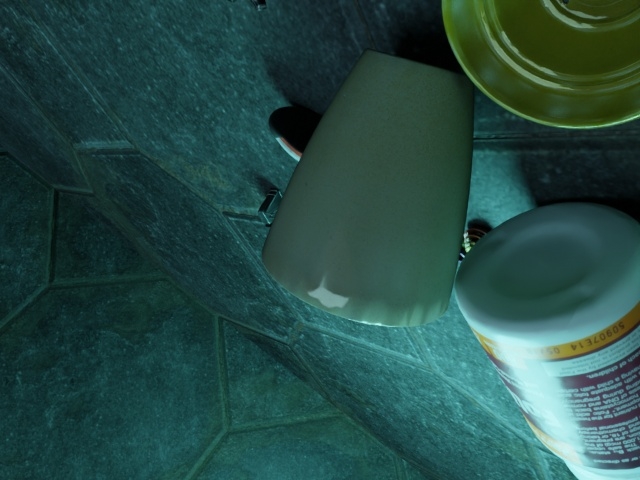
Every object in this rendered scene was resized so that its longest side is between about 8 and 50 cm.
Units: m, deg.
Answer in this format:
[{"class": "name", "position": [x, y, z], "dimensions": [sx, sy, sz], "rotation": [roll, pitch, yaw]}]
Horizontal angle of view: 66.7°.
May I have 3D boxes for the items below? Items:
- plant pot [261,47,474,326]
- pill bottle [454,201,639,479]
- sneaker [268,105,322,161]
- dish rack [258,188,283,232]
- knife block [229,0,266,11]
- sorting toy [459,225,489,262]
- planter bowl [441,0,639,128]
[{"class": "plant pot", "position": [0.079, -0.081, 0.603], "dimensions": [0.256, 0.256, 0.274], "rotation": [26, 114, 25]}, {"class": "pill bottle", "position": [0.360, 0.162, 0.657], "dimensions": [0.224, 0.224, 0.392], "rotation": [0, 133, 51]}, {"class": "sneaker", "position": [0.022, -0.106, 0.821], "dimensions": [0.270, 0.090, 0.145], "rotation": [32, 150, 10]}, {"class": "dish rack", "position": [0.000, 0.000, 1.036], "dimensions": [0.272, 0.074, 0.208], "rotation": [11, 143, 41]}, {"class": "knife block", "position": [-0.109, -0.407, 0.529], "dimensions": [0.242, 0.088, 0.275], "rotation": [25, 149, 24]}, {"class": "sorting toy", "position": [0.233, 0.012, 0.788], "dimensions": [0.061, 0.042, 0.102], "rotation": [37, 153, 4]}, {"class": "planter bowl", "position": [0.221, -0.209, 0.409], "dimensions": [0.217, 0.090, 0.217], "rotation": [34, 156, 17]}]
